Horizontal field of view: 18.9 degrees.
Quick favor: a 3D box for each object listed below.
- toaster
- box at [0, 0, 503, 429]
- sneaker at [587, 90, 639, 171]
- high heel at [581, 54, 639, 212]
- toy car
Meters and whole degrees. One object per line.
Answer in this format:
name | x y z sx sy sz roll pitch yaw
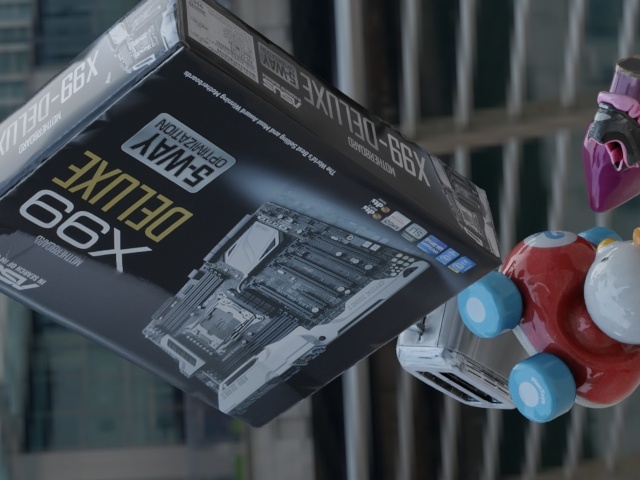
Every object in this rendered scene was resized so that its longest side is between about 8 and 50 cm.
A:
toaster | 0.196 0.119 2.434 0.227 0.129 0.146 32 -111 -39
box | -0.068 -0.013 1.300 0.307 0.242 0.076 33 -147 -36
sneaker | 0.270 -0.080 1.648 0.047 0.119 0.057 11 74 55
high heel | 0.446 -0.145 2.389 0.127 0.377 0.181 31 118 38
toy car | 0.317 0.051 2.104 0.210 0.219 0.238 59 142 15
